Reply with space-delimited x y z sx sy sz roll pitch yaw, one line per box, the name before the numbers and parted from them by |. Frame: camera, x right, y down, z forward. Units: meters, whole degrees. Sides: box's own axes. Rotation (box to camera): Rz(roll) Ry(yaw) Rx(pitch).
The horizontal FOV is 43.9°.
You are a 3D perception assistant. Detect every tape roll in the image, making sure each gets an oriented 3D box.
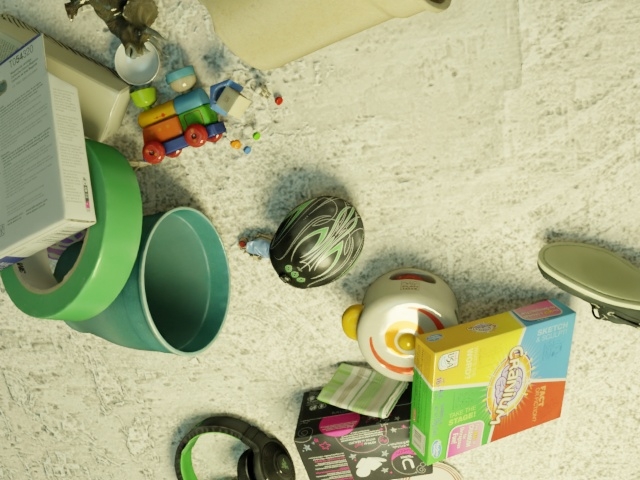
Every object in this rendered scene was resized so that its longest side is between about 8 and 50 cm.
tape roll | -0.443 -0.022 1.386 0.321 0.077 0.321 -8 77 37

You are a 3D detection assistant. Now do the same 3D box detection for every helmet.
helmet | 0.000 0.000 1.457 0.169 0.169 0.161 45 129 -10

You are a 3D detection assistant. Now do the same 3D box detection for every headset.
headset | -0.145 0.550 1.689 0.394 0.185 0.243 33 114 7

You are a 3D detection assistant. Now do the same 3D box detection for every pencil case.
pencil case | -0.489 -0.058 1.546 0.088 0.086 0.206 44 118 32

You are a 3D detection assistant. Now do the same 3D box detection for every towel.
towel | 0.083 0.290 1.557 0.152 0.113 0.023 9 125 30

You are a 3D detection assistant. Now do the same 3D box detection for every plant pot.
plant pot | -0.015 -0.424 1.211 0.305 0.334 0.334 -25 107 29
plant pot | -0.349 0.083 1.494 0.255 0.272 0.272 -5 112 26

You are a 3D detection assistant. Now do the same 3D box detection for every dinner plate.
dinner plate | 0.241 0.531 1.712 0.141 0.017 0.141 3 114 7

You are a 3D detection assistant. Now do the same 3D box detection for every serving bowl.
serving bowl | -0.327 -0.322 1.432 0.083 0.027 0.083 1 100 5

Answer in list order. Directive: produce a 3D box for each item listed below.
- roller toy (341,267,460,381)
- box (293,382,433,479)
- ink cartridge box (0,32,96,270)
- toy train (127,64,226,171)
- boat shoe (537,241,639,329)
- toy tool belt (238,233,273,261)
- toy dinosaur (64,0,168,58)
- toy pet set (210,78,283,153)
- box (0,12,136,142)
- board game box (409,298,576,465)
roller toy | 0.165 0.159 1.496 0.209 0.146 0.191 45 112 -10
box | 0.091 0.383 1.593 0.247 0.163 0.142 -12 113 13
ink cartridge box | -0.525 -0.136 1.369 0.324 0.071 0.330 -20 73 35
toy train | -0.309 -0.212 1.446 0.248 0.105 0.143 -18 98 16
boat shoe | 0.544 0.103 1.433 0.340 0.127 0.113 13 137 0
toy tool belt | -0.122 0.014 1.532 0.083 0.051 0.052 7 113 6
toy dinosaur | -0.362 -0.459 1.355 0.160 0.121 0.314 -10 101 -5
toy pet set | -0.148 -0.233 1.418 0.065 0.114 0.122 41 102 31
box | -0.485 -0.295 1.436 0.275 0.094 0.113 29 114 -4
board game box | 0.316 0.256 1.465 0.316 0.064 0.242 -12 117 -24
